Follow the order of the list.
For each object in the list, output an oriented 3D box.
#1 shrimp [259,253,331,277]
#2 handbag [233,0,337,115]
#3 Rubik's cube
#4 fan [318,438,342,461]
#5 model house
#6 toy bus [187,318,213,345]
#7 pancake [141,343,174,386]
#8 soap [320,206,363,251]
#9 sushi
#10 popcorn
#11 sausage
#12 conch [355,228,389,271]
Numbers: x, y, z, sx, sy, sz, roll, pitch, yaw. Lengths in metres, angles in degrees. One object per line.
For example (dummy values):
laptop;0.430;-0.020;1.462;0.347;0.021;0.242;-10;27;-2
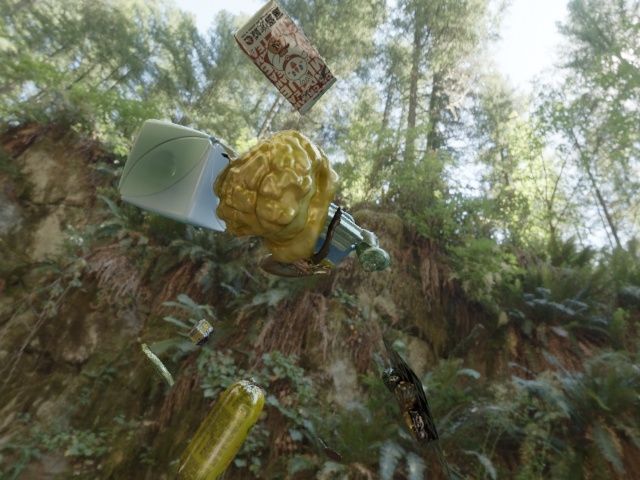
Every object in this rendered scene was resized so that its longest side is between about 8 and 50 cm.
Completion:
shrimp;-0.113;0.107;1.769;0.316;0.077;0.168;-1;-31;9
handbag;-0.101;-0.537;1.226;0.171;0.151;0.298;-40;-74;7
Rubik's cube;-0.534;-0.250;1.642;0.351;0.348;0.352;19;-1;12
fan;0.030;0.775;1.502;0.085;0.005;0.133;-21;-69;43
model house;0.000;0.000;1.906;0.237;0.216;0.303;34;-61;-30
toy bus;-0.459;0.353;1.570;0.072;0.057;0.172;51;-5;-4
pancake;-0.382;0.290;0.953;0.129;0.022;0.116;19;-43;49
soap;0.054;-0.046;1.534;0.198;0.064;0.114;34;-50;-31
sushi;0.268;0.520;1.308;0.064;0.359;0.344;-20;-78;-5
popcorn;-0.098;-0.102;1.091;0.349;0.349;0.382;-32;-82;40
sausage;-0.272;0.534;1.113;0.123;0.347;0.123;33;-9;6
conch;0.214;0.057;1.742;0.121;0.188;0.176;-34;-63;9
